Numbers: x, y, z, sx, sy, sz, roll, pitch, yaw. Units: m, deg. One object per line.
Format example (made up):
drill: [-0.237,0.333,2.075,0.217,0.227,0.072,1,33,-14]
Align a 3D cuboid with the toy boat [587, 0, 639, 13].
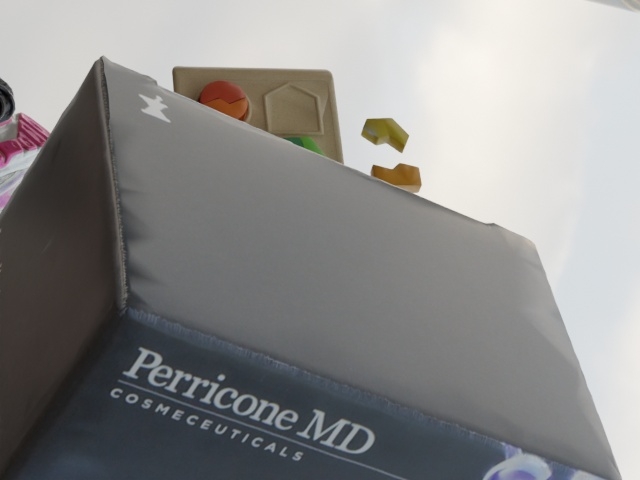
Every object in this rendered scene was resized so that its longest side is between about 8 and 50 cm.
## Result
toy boat: [0.213,-0.276,1.458,0.151,0.231,0.151,20,-92,32]

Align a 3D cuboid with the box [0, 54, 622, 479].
box: [-0.081,0.151,1.023,0.395,0.293,0.212,-54,-151,28]

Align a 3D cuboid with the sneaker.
sneaker: [-0.391,-0.052,1.933,0.103,0.252,0.111,38,-53,28]

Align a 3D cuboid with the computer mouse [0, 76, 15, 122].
computer mouse: [-0.388,-0.055,1.650,0.072,0.188,0.272,-9,-119,44]

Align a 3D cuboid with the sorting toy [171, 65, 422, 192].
sorting toy: [-0.029,-0.134,2.342,0.041,0.307,0.229,109,-23,-56]
